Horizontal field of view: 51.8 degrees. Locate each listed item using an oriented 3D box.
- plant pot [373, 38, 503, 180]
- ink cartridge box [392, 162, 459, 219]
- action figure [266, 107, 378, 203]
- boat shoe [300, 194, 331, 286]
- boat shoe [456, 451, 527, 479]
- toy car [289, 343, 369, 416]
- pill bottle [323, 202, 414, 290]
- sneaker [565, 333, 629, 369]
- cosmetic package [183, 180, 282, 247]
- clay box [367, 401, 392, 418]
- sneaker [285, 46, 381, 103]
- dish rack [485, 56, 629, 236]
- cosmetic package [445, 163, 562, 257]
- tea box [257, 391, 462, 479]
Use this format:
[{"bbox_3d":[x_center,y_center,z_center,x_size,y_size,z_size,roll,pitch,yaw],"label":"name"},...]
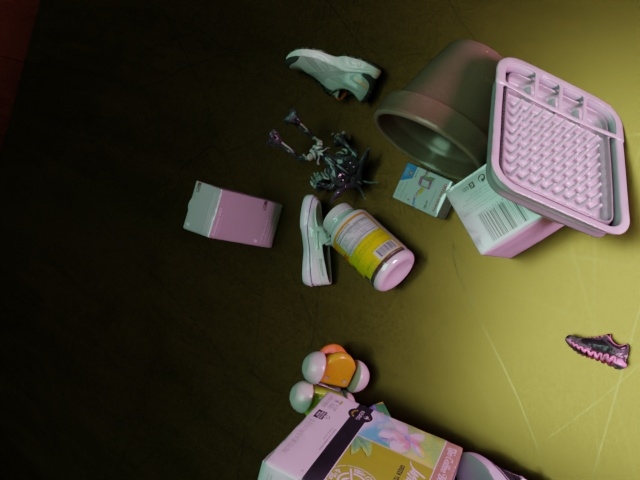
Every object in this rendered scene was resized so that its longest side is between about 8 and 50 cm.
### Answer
[{"bbox_3d":[0.278,-0.285,1.383,0.263,0.263,0.229,27,82,32],"label":"plant pot"},{"bbox_3d":[0.239,-0.111,1.482,0.122,0.052,0.088,28,100,30],"label":"ink cartridge box"},{"bbox_3d":[0.015,-0.199,1.590,0.276,0.141,0.164,37,98,3],"label":"action figure"},{"bbox_3d":[0.000,0.000,1.619,0.076,0.083,0.226,1,97,21],"label":"boat shoe"},{"bbox_3d":[0.393,0.517,1.289,0.306,0.105,0.113,27,113,56],"label":"boat shoe"},{"bbox_3d":[0.011,0.329,1.547,0.182,0.159,0.136,-67,23,9],"label":"toy car"},{"bbox_3d":[0.105,0.009,1.517,0.215,0.117,0.117,45,109,28],"label":"pill bottle"},{"bbox_3d":[0.536,0.202,1.271,0.119,0.047,0.057,21,78,31],"label":"sneaker"},{"bbox_3d":[-0.216,-0.062,1.659,0.107,0.238,0.127,19,96,33],"label":"cosmetic package"},{"bbox_3d":[0.082,0.483,1.524,0.222,0.053,0.127,-39,67,23],"label":"clay box"},{"bbox_3d":[0.018,-0.410,1.628,0.272,0.100,0.108,22,103,32],"label":"sneaker"},{"bbox_3d":[0.424,-0.165,1.213,0.072,0.286,0.332,128,160,-52],"label":"dish rack"},{"bbox_3d":[0.374,-0.067,1.311,0.151,0.184,0.151,-35,69,25],"label":"cosmetic package"},{"bbox_3d":[0.074,0.510,1.307,0.324,0.329,0.220,20,108,17],"label":"tea box"}]
